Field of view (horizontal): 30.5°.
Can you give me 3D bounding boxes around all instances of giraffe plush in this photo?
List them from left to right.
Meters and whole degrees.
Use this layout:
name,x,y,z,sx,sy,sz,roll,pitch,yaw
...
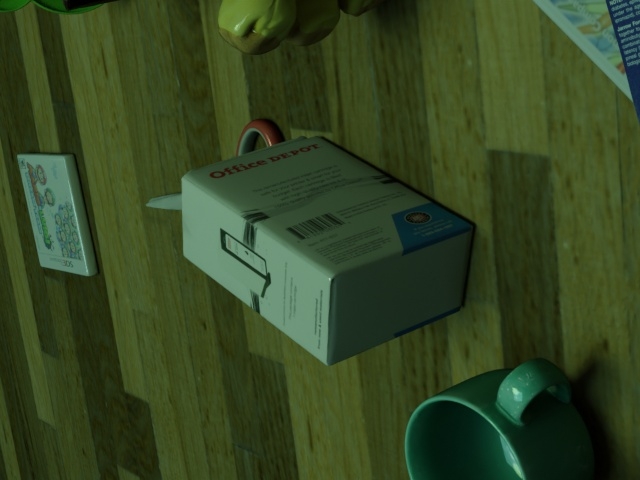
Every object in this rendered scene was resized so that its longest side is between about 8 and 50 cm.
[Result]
name,x,y,z,sx,sy,sz,roll,pitch,yaw
giraffe plush,-0.024,-0.265,0.848,0.170,0.181,0.210,51,132,15

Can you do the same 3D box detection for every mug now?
name,x,y,z,sx,sy,sz,roll,pitch,yaw
mug,0.149,0.159,0.878,0.157,0.097,0.129,-29,80,54

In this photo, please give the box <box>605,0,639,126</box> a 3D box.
name,x,y,z,sx,sy,sz,roll,pitch,yaw
box,0.231,-0.095,0.646,0.136,0.036,0.225,-13,95,55

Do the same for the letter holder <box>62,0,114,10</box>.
name,x,y,z,sx,sy,sz,roll,pitch,yaw
letter holder,-0.178,-0.363,0.977,0.214,0.152,0.302,-144,42,-78

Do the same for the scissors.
name,x,y,z,sx,sy,sz,roll,pitch,yaw
scissors,-0.104,-0.034,1.200,0.297,0.021,0.109,-26,85,53

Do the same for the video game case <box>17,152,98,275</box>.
name,x,y,z,sx,sy,sz,roll,pitch,yaw
video game case,-0.343,-0.036,1.525,0.143,0.019,0.157,7,110,52

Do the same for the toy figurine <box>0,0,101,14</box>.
name,x,y,z,sx,sy,sz,roll,pitch,yaw
toy figurine,-0.308,-0.312,1.256,0.159,0.173,0.130,38,152,56

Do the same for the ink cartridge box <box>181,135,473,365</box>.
name,x,y,z,sx,sy,sz,roll,pitch,yaw
ink cartridge box,0.000,0.000,0.966,0.203,0.148,0.086,33,132,43

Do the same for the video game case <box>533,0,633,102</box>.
name,x,y,z,sx,sy,sz,roll,pitch,yaw
video game case,0.267,-0.164,0.630,0.329,0.036,0.300,52,141,25
